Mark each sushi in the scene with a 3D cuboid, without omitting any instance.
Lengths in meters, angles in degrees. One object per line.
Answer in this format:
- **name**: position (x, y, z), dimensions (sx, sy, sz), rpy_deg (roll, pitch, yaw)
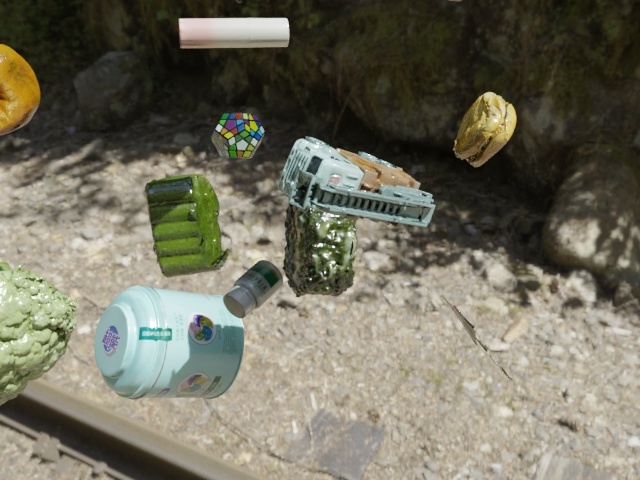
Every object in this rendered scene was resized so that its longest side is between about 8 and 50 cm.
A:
- **sushi**: position (0.000, 0.000, 2.080), dimensions (0.178, 0.351, 0.294), rpy_deg (0, 4, -18)

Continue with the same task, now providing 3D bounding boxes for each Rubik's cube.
- **Rubik's cube**: position (-0.205, -0.261, 1.703), dimensions (0.112, 0.133, 0.133), rpy_deg (28, 36, -2)

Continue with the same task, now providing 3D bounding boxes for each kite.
- **kite**: position (0.355, 0.220, 1.558), dimensions (0.012, 0.229, 0.250), rpy_deg (-36, 64, 2)

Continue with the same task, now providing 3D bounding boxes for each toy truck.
- **toy truck**: position (0.068, -0.102, 1.381), dimensions (0.338, 0.132, 0.184), rpy_deg (11, 19, -39)

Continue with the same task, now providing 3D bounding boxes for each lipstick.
- **lipstick**: position (-0.263, -0.630, 2.077), dimensions (0.327, 0.087, 0.087), rpy_deg (-4, 31, -11)

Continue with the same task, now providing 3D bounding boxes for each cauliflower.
- **cauliflower**: position (-0.517, 0.110, 1.023), dimensions (0.272, 0.275, 0.250), rpy_deg (-42, 41, 13)

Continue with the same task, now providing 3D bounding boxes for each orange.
- **orange**: position (-0.876, -0.407, 1.830), dimensions (0.249, 0.248, 0.183), rpy_deg (-20, 33, -21)

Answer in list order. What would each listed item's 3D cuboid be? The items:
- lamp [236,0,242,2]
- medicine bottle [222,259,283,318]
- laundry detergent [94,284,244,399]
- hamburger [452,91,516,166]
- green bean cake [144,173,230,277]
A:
- **lamp**: position (-0.125, -0.675, 1.568), dimensions (0.227, 0.147, 0.172), rpy_deg (-53, 16, -16)
- **medicine bottle**: position (-0.150, 0.109, 1.519), dimensions (0.080, 0.080, 0.130), rpy_deg (17, 43, 33)
- **laundry detergent**: position (-0.403, 0.266, 1.774), dimensions (0.305, 0.287, 0.287), rpy_deg (12, 15, -42)
- **hamburger**: position (0.472, -0.322, 1.972), dimensions (0.108, 0.213, 0.213), rpy_deg (33, 32, -11)
- **green bean cake**: position (-0.433, -0.062, 2.252), dimensions (0.218, 0.319, 0.335), rpy_deg (-10, 13, -2)
